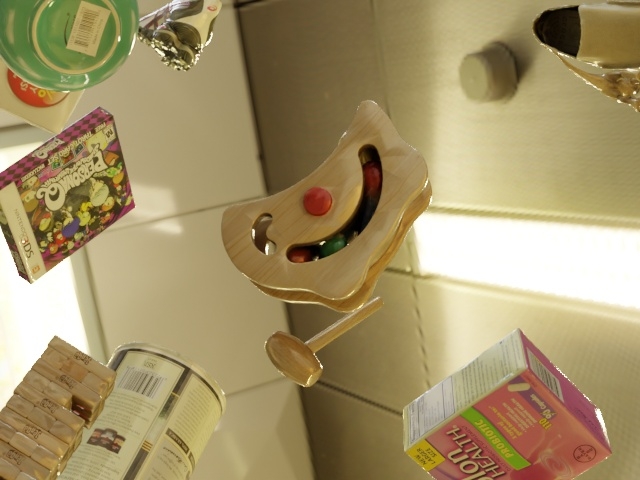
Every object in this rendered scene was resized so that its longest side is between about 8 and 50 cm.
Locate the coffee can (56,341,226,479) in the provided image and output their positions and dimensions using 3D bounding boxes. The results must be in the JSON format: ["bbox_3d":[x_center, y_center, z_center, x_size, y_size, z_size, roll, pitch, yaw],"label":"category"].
[{"bbox_3d":[-0.286,0.321,1.548,0.201,0.275,0.202,16,-39,14],"label":"coffee can"}]

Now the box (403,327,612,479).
[{"bbox_3d":[0.290,0.300,1.633,0.213,0.243,0.117,45,22,-17],"label":"box"}]

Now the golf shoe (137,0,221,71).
[{"bbox_3d":[-0.236,-0.357,1.743,0.105,0.120,0.273,41,-5,-27],"label":"golf shoe"}]

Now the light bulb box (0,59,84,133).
[{"bbox_3d":[-0.360,-0.365,1.274,0.358,0.225,0.361,-61,-155,7],"label":"light bulb box"}]

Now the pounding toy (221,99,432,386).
[{"bbox_3d":[0.000,0.000,1.056,0.154,0.270,0.155,31,-8,16],"label":"pounding toy"}]

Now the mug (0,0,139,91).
[{"bbox_3d":[-0.226,-0.203,0.877,0.097,0.129,0.158,46,-15,50],"label":"mug"}]

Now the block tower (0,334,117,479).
[{"bbox_3d":[-0.356,0.274,1.155,0.097,0.335,0.091,31,-31,2],"label":"block tower"}]

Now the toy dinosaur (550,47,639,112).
[{"bbox_3d":[0.376,-0.200,1.332,0.092,0.183,0.053,24,-77,51],"label":"toy dinosaur"}]

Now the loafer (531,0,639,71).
[{"bbox_3d":[0.405,-0.285,1.452,0.268,0.092,0.102,14,-71,52],"label":"loafer"}]

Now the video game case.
[{"bbox_3d":[-0.409,-0.071,1.654,0.041,0.232,0.210,31,-35,28],"label":"video game case"}]
